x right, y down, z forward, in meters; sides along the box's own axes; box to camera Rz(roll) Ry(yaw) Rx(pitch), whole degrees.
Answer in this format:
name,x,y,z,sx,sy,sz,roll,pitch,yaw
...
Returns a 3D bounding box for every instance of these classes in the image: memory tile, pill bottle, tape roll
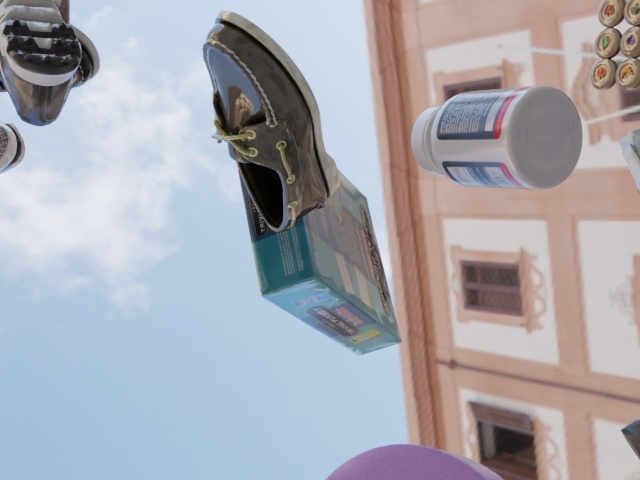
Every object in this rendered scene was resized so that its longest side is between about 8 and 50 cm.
name,x,y,z,sx,sy,sz,roll,pitch,yaw
memory tile,0.367,-0.224,1.032,0.012,0.148,0.113,4,-85,-35
pill bottle,0.185,-0.112,1.009,0.108,0.180,0.108,-4,-83,-31
tape roll,0.104,0.364,0.998,0.090,0.275,0.275,29,-106,-55

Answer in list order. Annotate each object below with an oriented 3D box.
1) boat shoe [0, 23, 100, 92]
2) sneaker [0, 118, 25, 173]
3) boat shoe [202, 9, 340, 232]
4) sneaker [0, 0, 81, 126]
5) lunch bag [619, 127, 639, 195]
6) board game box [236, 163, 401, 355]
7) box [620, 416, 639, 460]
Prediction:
name,x,y,z,sx,sy,sz,roll,pitch,yaw
boat shoe,-0.389,-0.196,0.976,0.114,0.302,0.091,89,-168,-48
sneaker,-0.485,-0.076,1.150,0.235,0.095,0.090,-36,-80,4
boat shoe,-0.059,-0.113,0.977,0.091,0.109,0.305,-49,-31,-14
sneaker,-0.270,-0.197,0.855,0.078,0.106,0.234,0,-132,-24
lunch bag,0.209,-0.029,0.517,0.083,0.053,0.071,-3,-120,-30
board game box,0.000,0.000,1.302,0.336,0.079,0.254,41,-147,-59
box,0.378,0.163,0.722,0.220,0.175,0.051,-37,-50,9
